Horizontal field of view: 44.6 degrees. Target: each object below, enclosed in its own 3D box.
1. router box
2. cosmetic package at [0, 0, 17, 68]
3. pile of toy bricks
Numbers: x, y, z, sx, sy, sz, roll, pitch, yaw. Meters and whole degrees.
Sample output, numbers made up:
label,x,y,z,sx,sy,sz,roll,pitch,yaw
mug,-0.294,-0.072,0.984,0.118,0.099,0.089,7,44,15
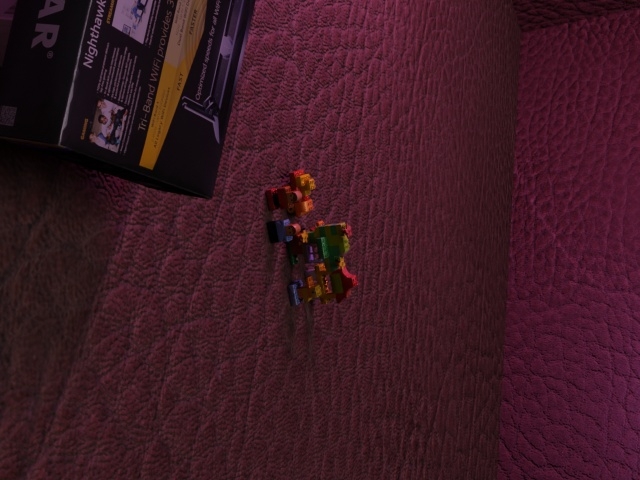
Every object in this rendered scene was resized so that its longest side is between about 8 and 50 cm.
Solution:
label,x,y,z,sx,sy,sz,roll,pitch,yaw
router box,-0.159,-0.211,0.727,0.243,0.081,0.309,20,81,-67
cosmetic package,-0.220,-0.240,0.756,0.099,0.060,0.239,74,34,-45
pile of toy bricks,0.000,0.000,1.166,0.118,0.105,0.212,-28,109,-63
